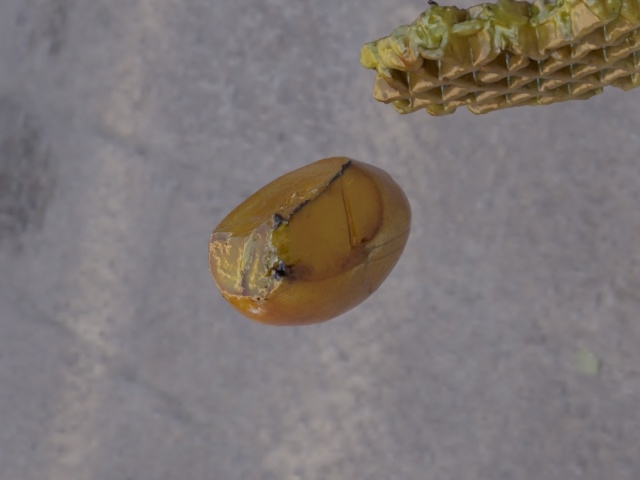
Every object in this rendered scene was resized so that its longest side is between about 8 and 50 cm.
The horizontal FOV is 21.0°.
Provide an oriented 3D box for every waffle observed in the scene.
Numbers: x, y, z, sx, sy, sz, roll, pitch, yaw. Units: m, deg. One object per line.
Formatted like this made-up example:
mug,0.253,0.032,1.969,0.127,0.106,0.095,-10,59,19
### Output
waffle,0.159,-0.152,1.362,0.249,0.253,0.056,109,156,-76

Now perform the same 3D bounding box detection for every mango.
mango,0.000,0.000,1.677,0.126,0.252,0.153,2,106,40
